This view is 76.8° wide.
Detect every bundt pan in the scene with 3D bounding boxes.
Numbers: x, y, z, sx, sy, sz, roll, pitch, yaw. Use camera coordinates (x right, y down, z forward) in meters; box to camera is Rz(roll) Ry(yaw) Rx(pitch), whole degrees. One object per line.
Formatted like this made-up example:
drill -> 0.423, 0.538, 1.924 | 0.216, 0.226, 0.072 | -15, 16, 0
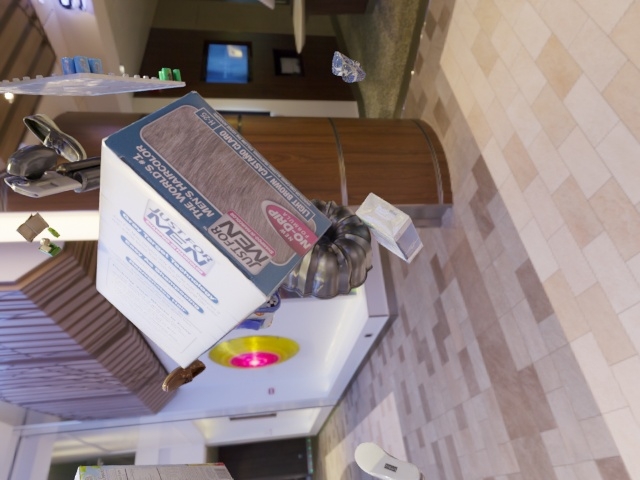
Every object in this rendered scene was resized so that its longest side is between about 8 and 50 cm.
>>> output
bundt pan -> 0.000, 0.000, 1.160 | 0.124, 0.330, 0.331 | 98, 167, -46

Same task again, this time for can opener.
can opener -> -0.493, -0.152, 0.824 | 0.283, 0.076, 0.095 | -53, -13, -65

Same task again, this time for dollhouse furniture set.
dollhouse furniture set -> -0.822, -0.019, 1.172 | 0.076, 0.058, 0.152 | -57, -24, -31

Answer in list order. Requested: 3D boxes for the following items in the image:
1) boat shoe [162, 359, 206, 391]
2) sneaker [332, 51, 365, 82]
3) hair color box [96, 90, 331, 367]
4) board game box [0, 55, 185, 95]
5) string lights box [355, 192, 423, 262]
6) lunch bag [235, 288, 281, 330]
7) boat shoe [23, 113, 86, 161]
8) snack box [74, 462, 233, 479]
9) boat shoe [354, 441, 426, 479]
boat shoe -> -0.503, 0.502, 1.502 | 0.178, 0.060, 0.064 | -29, -52, -55
sneaker -> 0.073, -0.451, 1.058 | 0.052, 0.058, 0.135 | 109, 145, -42
hair color box -> -0.150, 0.026, 0.461 | 0.105, 0.174, 0.347 | -49, 5, -37
board game box -> -0.651, -0.444, 1.115 | 0.390, 0.390, 0.050 | -47, -45, -65
string lights box -> 0.208, -0.030, 1.172 | 0.133, 0.077, 0.259 | 37, 178, 28
lunch bag -> -0.260, 0.143, 1.117 | 0.243, 0.303, 0.115 | 57, 132, 44
boat shoe -> -0.886, -0.332, 1.342 | 0.080, 0.223, 0.073 | -46, 1, 25
snack box -> -0.239, 0.402, 0.543 | 0.070, 0.207, 0.174 | 9, 80, 55
boat shoe -> 0.118, 0.393, 0.692 | 0.142, 0.049, 0.040 | -2, 132, 50
